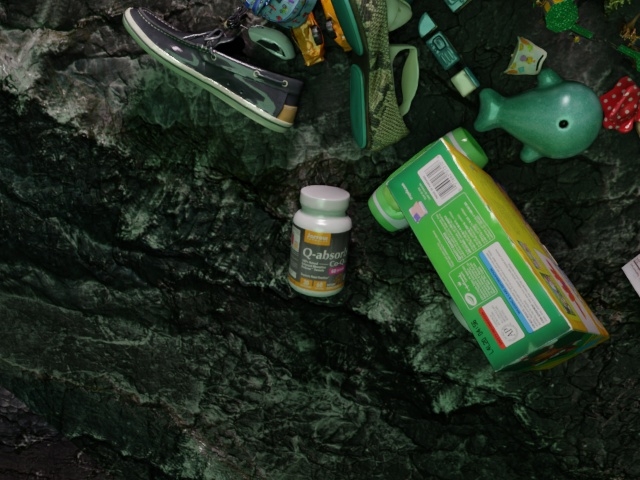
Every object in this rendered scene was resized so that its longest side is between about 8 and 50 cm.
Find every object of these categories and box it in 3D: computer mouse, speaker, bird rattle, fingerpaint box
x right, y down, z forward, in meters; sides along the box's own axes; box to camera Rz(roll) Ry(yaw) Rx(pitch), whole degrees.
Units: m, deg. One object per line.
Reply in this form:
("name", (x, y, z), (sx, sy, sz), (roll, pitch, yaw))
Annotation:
("computer mouse", (-0.143, -0.527, 1.333), (0.193, 0.106, 0.042), (29, 132, -3))
("speaker", (0.265, -0.149, 1.322), (0.297, 0.131, 0.131), (-38, 95, 25))
("bird rattle", (0.754, -0.265, 1.155), (0.207, 0.143, 0.253), (-35, 84, 14))
("fingerpaint box", (0.377, 0.045, 1.122), (0.163, 0.371, 0.444), (-39, 60, 24))

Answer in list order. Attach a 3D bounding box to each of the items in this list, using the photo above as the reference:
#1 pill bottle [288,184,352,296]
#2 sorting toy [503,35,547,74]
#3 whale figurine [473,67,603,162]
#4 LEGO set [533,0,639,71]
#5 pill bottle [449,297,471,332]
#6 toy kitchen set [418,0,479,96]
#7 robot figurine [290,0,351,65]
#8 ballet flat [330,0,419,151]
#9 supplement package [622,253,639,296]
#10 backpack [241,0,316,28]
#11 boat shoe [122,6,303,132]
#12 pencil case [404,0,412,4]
("pill bottle", (0.000, 0.000, 1.441), (0.162, 0.162, 0.278), (11, 113, 13))
("sorting toy", (0.477, -0.416, 1.210), (0.075, 0.044, 0.083), (12, 114, -8))
("whale figurine", (0.491, -0.278, 1.194), (0.272, 0.141, 0.216), (13, 113, 13))
("LEGO set", (0.615, -0.513, 1.075), (0.332, 0.192, 0.254), (15, 133, -3))
("pill bottle", (0.460, 0.132, 1.362), (0.131, 0.131, 0.229), (43, 116, -1))
("toy kitchen set", (0.334, -0.461, 1.186), (0.166, 0.122, 0.207), (-36, 96, 25))
("robot figurine", (-0.014, -0.587, 1.270), (0.211, 0.085, 0.290), (-14, 106, 21))
("ballet flat", (0.131, -0.431, 1.201), (0.182, 0.164, 0.482), (-20, 130, -5))
("supplement package", (0.874, 0.075, 1.174), (0.199, 0.198, 0.262), (41, 116, -1))
("backpack", (-0.100, -0.572, 1.195), (0.173, 0.117, 0.158), (45, 125, 0))
("boat shoe", (-0.264, -0.465, 1.346), (0.501, 0.187, 0.155), (31, 111, -1))
("pencil case", (0.202, -0.595, 1.210), (0.151, 0.065, 0.070), (-50, 62, 25))
